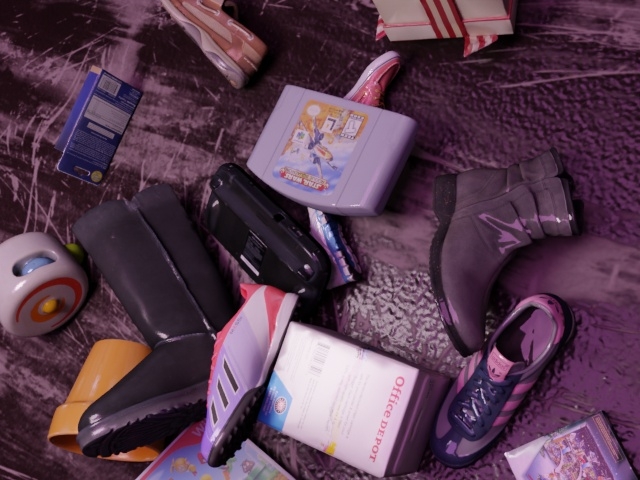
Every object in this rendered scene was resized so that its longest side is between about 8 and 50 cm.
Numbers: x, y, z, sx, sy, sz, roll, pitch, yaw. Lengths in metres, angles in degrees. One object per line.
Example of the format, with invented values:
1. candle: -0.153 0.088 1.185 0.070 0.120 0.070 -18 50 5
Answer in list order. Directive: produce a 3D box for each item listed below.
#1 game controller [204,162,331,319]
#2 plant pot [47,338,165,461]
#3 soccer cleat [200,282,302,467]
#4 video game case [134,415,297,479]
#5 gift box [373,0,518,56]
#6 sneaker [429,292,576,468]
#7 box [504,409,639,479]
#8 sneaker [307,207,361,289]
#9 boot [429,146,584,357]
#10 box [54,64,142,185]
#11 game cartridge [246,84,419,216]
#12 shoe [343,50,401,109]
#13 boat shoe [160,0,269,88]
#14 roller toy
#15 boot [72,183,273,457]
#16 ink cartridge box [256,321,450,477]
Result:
1. game controller: -0.104 0.001 1.432 0.319 0.067 0.166 45 141 28
2. plant pot: -0.378 0.292 1.460 0.205 0.205 0.188 -7 60 24
3. soccer cleat: -0.134 0.210 1.278 0.116 0.109 0.318 19 59 9
4. video game case: -0.156 0.439 1.323 0.285 0.025 0.204 35 62 20
5. gift box: 0.196 -0.466 1.311 0.255 0.258 0.276 8 74 27
6. sneaker: 0.259 0.209 1.194 0.112 0.131 0.319 35 95 27
7. box: 0.391 0.385 1.137 0.159 0.044 0.233 -30 67 17
8. sneaker: 0.000 0.000 1.407 0.083 0.071 0.191 -30 66 23
9. boot: 0.287 0.003 1.195 0.222 0.118 0.338 -12 55 24
10. box: -0.471 -0.237 1.651 0.036 0.136 0.225 23 88 28
11. game cartridge: 0.009 -0.153 1.376 0.297 0.062 0.198 22 79 36
12. shoe: 0.097 -0.253 1.425 0.178 0.063 0.081 -46 64 16
13. boat shoe: -0.217 -0.445 1.598 0.116 0.123 0.324 -42 70 4
14. roller toy: -0.578 0.096 1.594 0.146 0.191 0.209 43 98 27
15. boot: -0.331 0.121 1.399 0.445 0.367 0.146 58 140 21
16. ink cartridge box: 0.056 0.252 1.261 0.232 0.168 0.171 19 87 28
